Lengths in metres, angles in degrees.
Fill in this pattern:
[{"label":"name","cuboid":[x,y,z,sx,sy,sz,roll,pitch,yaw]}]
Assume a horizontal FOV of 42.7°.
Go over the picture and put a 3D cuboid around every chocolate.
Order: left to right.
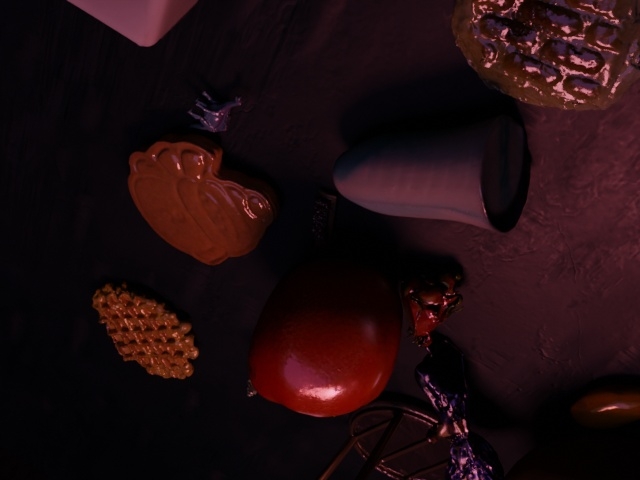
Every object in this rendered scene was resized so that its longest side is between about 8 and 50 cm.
[{"label":"chocolate","cuboid":[0.277,0.366,1.702,0.126,0.148,0.343,10,122,69]}]

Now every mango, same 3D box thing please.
[{"label":"mango","cuboid":[0.574,0.322,1.587,0.190,0.075,0.098,-16,135,34]}]

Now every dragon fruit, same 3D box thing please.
[{"label":"dragon fruit","cuboid":[0.208,0.126,1.585,0.175,0.142,0.138,-29,77,22]}]

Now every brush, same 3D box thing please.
[{"label":"brush","cuboid":[0.000,0.000,1.649,0.043,0.036,0.248,27,139,18]}]

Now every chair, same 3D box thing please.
[{"label":"chair","cuboid":[0.143,0.607,1.848,0.362,0.410,0.364,38,137,-9]}]

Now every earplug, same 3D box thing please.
[{"label":"earplug","cuboid":[0.164,-0.110,1.372,0.324,0.185,0.185,3,130,37]}]

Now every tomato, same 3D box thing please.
[{"label":"tomato","cuboid":[0.013,0.185,1.591,0.293,0.325,0.290,9,106,11]}]

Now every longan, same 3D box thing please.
[{"label":"longan","cuboid":[0.542,0.545,1.597,0.404,0.336,0.404,-7,157,-3]}]

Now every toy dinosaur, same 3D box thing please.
[{"label":"toy dinosaur","cuboid":[-0.206,-0.237,1.538,0.080,0.045,0.197,34,148,-22]}]

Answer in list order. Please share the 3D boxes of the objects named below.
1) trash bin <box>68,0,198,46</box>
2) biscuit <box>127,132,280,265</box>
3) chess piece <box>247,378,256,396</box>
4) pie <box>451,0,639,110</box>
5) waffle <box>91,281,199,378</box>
[{"label":"trash bin","cuboid":[-0.236,-0.480,1.203,0.296,0.256,0.368,30,143,-1]},{"label":"biscuit","cuboid":[-0.253,-0.082,1.690,0.351,0.057,0.312,-17,122,42]},{"label":"chess piece","cuboid":[-0.137,0.309,1.926,0.059,0.149,0.059,17,134,18]},{"label":"pie","cuboid":[0.320,-0.309,1.157,0.306,0.071,0.306,17,134,18]},{"label":"waffle","cuboid":[-0.450,0.239,2.109,0.307,0.060,0.312,22,135,11]}]
